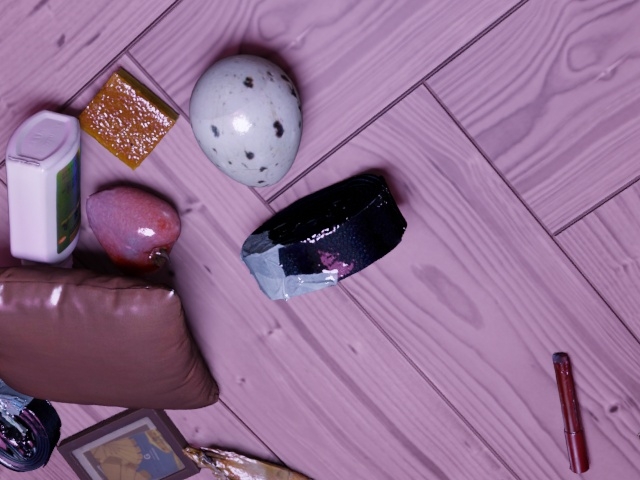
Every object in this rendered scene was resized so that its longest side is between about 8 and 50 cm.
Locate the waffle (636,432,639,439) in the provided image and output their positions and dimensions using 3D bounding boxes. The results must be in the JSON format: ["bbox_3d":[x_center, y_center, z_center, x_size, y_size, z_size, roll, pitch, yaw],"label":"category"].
[{"bbox_3d":[0.498,0.247,1.319,0.152,0.023,0.098,22,115,-2],"label":"waffle"}]

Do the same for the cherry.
[{"bbox_3d":[-0.224,-0.016,1.263,0.106,0.087,0.126,-30,90,27],"label":"cherry"}]

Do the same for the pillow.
[{"bbox_3d":[-0.298,0.123,1.281,0.307,0.108,0.305,4,149,7],"label":"pillow"}]

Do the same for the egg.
[{"bbox_3d":[-0.082,-0.134,1.172,0.131,0.131,0.164,-2,138,9],"label":"egg"}]

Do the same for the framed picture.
[{"bbox_3d":[-0.271,0.307,1.455,0.168,0.023,0.128,-26,109,18],"label":"framed picture"}]

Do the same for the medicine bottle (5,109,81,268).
[{"bbox_3d":[-0.334,-0.041,1.243,0.078,0.115,0.219,12,131,1],"label":"medicine bottle"}]

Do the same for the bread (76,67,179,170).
[{"bbox_3d":[-0.233,-0.145,1.230,0.094,0.035,0.090,40,114,-11],"label":"bread"}]

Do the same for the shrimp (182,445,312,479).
[{"bbox_3d":[-0.097,0.357,1.440,0.236,0.053,0.133,28,125,-14],"label":"shrimp"}]

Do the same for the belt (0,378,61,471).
[{"bbox_3d":[-0.428,0.260,1.435,0.105,0.058,0.140,-35,105,18],"label":"belt"}]

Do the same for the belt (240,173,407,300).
[{"bbox_3d":[0.000,0.000,1.201,0.198,0.151,0.078,-22,111,19],"label":"belt"}]

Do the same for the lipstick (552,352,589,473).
[{"bbox_3d":[0.326,0.225,1.333,0.027,0.027,0.177,-9,112,12],"label":"lipstick"}]
